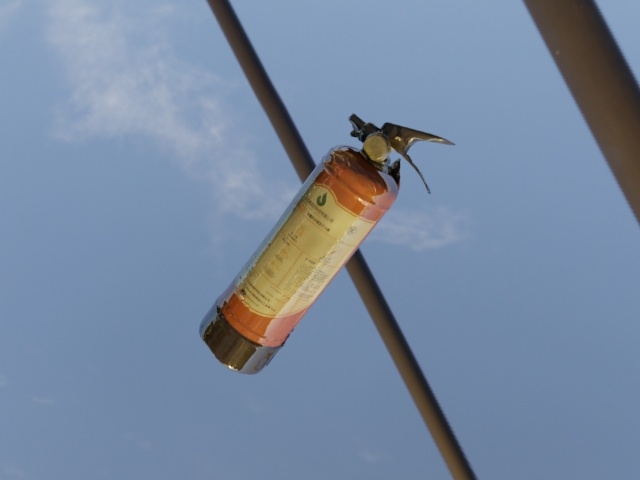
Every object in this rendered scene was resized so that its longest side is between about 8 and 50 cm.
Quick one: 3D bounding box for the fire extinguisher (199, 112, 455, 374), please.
[{"bbox_3d":[0.000,0.000,0.393,0.062,0.050,0.177,44,-70,16],"label":"fire extinguisher"}]
